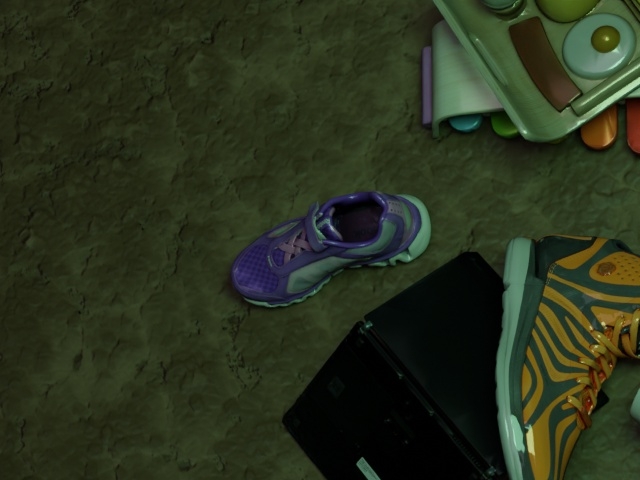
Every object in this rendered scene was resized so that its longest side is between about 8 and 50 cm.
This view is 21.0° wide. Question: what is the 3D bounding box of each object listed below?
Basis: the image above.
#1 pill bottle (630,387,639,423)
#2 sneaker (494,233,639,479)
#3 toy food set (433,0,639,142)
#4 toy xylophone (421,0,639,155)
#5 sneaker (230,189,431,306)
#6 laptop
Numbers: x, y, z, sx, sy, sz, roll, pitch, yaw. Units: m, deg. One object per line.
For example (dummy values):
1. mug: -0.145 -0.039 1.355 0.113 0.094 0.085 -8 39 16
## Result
1. pill bottle: 0.438 0.209 1.689 0.264 0.146 0.146 35 90 23
2. sneaker: 0.275 0.124 1.749 0.180 0.125 0.321 -3 58 15
3. toy food set: 0.288 -0.271 1.804 0.306 0.092 0.220 -34 66 8
4. toy xylophone: 0.260 -0.218 1.895 0.322 0.081 0.236 4 77 20
5. sneaker: 0.000 0.000 1.921 0.236 0.104 0.095 -20 72 15
6. laptop: 0.130 0.186 1.877 0.234 0.136 0.264 49 121 23
